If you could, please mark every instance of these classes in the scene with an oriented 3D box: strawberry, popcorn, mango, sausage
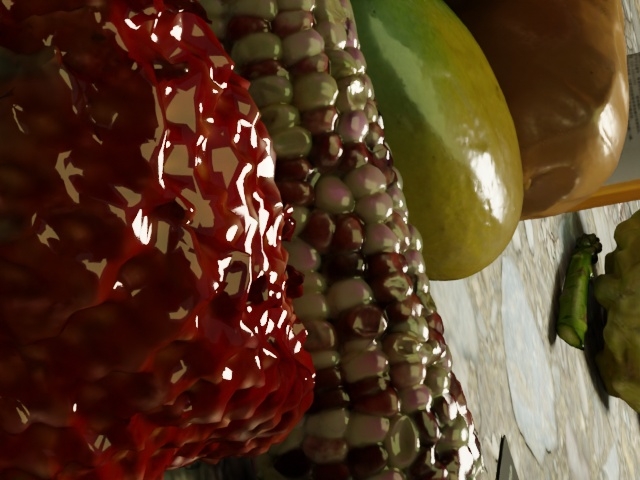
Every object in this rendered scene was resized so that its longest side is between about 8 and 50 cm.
[{"bbox_3d":[-0.057,-0.013,0.480,0.286,0.106,0.188,46,39,-61],"label":"strawberry"},{"bbox_3d":[0.319,0.060,1.522,0.197,0.155,0.198,14,90,-79],"label":"popcorn"},{"bbox_3d":[0.038,-0.062,0.845,0.195,0.091,0.130,47,37,-44],"label":"mango"},{"bbox_3d":[0.119,-0.105,1.045,0.241,0.136,0.120,-85,159,-51],"label":"sausage"}]

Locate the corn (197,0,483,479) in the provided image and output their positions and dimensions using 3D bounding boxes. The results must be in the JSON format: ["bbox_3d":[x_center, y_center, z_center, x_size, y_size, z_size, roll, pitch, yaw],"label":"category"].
[{"bbox_3d":[0.000,0.000,0.674,0.092,0.092,0.281,-6,84,-72],"label":"corn"}]

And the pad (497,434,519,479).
[{"bbox_3d":[0.122,0.227,1.068,0.190,0.004,0.127,-71,146,-56],"label":"pad"}]

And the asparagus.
[{"bbox_3d":[0.216,0.034,1.431,0.236,0.027,0.034,-60,141,-65],"label":"asparagus"}]

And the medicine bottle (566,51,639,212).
[{"bbox_3d":[0.277,-0.094,1.372,0.149,0.222,0.112,1,79,-72],"label":"medicine bottle"}]
